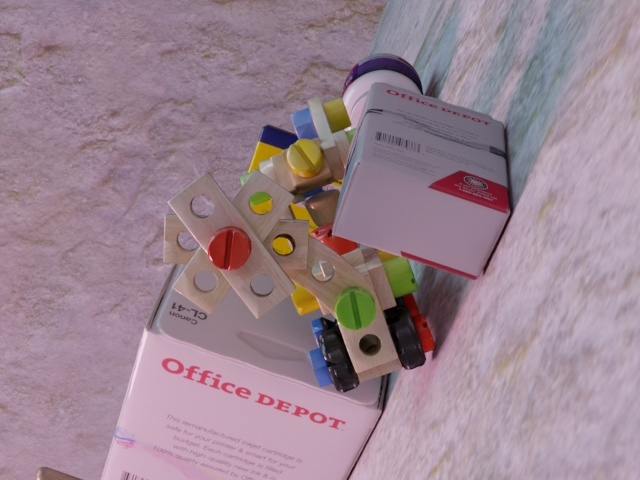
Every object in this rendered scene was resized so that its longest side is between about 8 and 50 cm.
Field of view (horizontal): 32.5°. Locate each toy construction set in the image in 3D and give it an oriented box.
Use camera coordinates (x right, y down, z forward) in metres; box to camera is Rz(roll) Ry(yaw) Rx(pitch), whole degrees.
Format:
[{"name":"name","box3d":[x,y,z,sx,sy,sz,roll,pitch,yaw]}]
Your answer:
[{"name":"toy construction set","box3d":[0.000,0.000,0.875,0.327,0.151,0.215,-42,-66,-72]}]

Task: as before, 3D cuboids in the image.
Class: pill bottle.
[{"name":"pill bottle","box3d":[0.079,-0.170,1.392,0.193,0.108,0.108,-81,10,-71]}]

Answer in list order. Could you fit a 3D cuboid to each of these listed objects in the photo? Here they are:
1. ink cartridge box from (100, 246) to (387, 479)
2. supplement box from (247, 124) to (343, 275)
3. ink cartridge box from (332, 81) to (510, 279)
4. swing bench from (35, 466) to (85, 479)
[{"name":"ink cartridge box","box3d":[-0.083,0.184,1.086,0.131,0.226,0.306,-76,8,-52]},{"name":"supplement box","box3d":[-0.047,0.035,1.572,0.194,0.195,0.357,-135,64,-86]},{"name":"ink cartridge box","box3d":[0.074,-0.048,0.798,0.150,0.109,0.063,-76,4,-60]},{"name":"swing bench","box3d":[-0.203,0.404,1.171,0.165,0.254,0.253,-54,34,34]}]
